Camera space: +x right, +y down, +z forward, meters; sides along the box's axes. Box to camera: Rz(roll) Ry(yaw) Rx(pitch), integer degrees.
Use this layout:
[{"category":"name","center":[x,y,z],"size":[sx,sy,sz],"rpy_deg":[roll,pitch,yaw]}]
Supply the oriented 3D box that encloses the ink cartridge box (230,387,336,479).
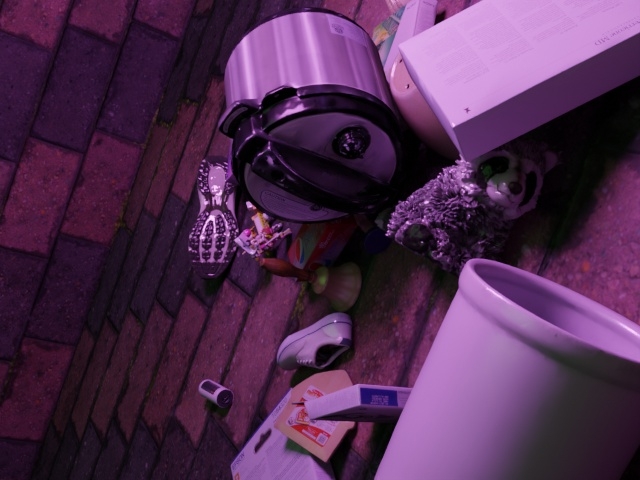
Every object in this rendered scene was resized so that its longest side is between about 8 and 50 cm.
[{"category":"ink cartridge box","center":[-0.091,0.578,1.811],"size":[0.324,0.071,0.330],"rpy_deg":[-54,32,27]}]

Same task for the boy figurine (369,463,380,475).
[{"category":"boy figurine","center":[0.137,0.567,1.433],"size":[0.177,0.092,0.285],"rpy_deg":[-24,52,48]}]

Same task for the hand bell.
[{"category":"hand bell","center":[-0.035,0.083,1.799],"size":[0.126,0.242,0.126],"rpy_deg":[-31,50,47]}]

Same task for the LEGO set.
[{"category":"LEGO set","center":[-0.150,-0.043,2.185],"size":[0.107,0.132,0.287],"rpy_deg":[-36,20,21]}]

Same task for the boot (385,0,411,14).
[{"category":"boot","center":[0.240,-0.702,1.904],"size":[0.203,0.095,0.261],"rpy_deg":[-29,55,50]}]

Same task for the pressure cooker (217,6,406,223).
[{"category":"pressure cooker","center":[-0.020,-0.240,1.627],"size":[0.375,0.370,0.420],"rpy_deg":[77,-179,-52]}]

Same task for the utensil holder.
[{"category":"utensil holder","center":[0.285,0.269,1.121],"size":[0.327,0.328,0.385],"rpy_deg":[42,113,57]}]

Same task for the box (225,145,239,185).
[{"category":"box","center":[-0.183,-0.305,2.310],"size":[0.243,0.117,0.213],"rpy_deg":[140,138,-57]}]

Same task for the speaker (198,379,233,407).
[{"category":"speaker","center":[-0.304,0.445,2.230],"size":[0.136,0.055,0.055],"rpy_deg":[7,81,59]}]

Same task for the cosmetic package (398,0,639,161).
[{"category":"cosmetic package","center":[0.360,-0.330,1.341],"size":[0.377,0.097,0.284],"rpy_deg":[-26,42,6]}]

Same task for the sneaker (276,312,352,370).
[{"category":"sneaker","center":[-0.021,0.263,1.829],"size":[0.258,0.094,0.091],"rpy_deg":[-41,38,40]}]

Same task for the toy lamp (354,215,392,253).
[{"category":"toy lamp","center":[0.085,-0.069,1.847],"size":[0.080,0.080,0.274],"rpy_deg":[-59,36,21]}]

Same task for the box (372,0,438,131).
[{"category":"box","center":[0.178,-0.404,1.854],"size":[0.232,0.059,0.321],"rpy_deg":[-16,59,64]}]

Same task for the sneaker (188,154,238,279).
[{"category":"sneaker","center":[-0.335,-0.062,2.503],"size":[0.182,0.158,0.410],"rpy_deg":[102,173,-74]}]

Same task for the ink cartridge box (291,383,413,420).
[{"category":"ink cartridge box","center":[0.093,0.326,1.491],"size":[0.224,0.223,0.045],"rpy_deg":[-29,57,50]}]

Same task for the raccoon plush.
[{"category":"raccoon plush","center":[0.252,-0.112,1.496],"size":[0.299,0.216,0.446],"rpy_deg":[-61,32,4]}]

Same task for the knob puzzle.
[{"category":"knob puzzle","center":[0.009,0.382,1.738],"size":[0.213,0.030,0.213],"rpy_deg":[-16,52,21]}]

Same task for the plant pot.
[{"category":"plant pot","center":[0.256,-0.328,1.592],"size":[0.284,0.191,0.284],"rpy_deg":[-33,49,48]}]

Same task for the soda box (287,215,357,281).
[{"category":"soda box","center":[0.000,0.000,1.854],"size":[0.263,0.084,0.092],"rpy_deg":[118,141,-53]}]
